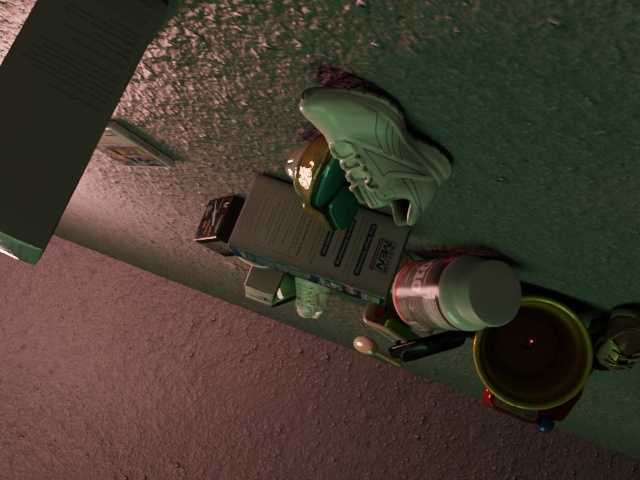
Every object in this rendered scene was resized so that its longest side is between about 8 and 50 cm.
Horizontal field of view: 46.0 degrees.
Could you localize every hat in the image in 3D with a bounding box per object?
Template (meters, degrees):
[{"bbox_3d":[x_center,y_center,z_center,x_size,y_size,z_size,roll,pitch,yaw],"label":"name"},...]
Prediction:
[{"bbox_3d":[-0.128,0.112,2.523,0.209,0.183,0.173,-22,171,-1],"label":"hat"}]

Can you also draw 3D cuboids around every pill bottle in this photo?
[{"bbox_3d":[0.292,0.115,1.640,0.161,0.161,0.283,26,165,-21],"label":"pill bottle"}]

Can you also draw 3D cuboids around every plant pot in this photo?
[{"bbox_3d":[0.482,0.247,1.753,0.254,0.253,0.239,18,-178,11],"label":"plant pot"}]

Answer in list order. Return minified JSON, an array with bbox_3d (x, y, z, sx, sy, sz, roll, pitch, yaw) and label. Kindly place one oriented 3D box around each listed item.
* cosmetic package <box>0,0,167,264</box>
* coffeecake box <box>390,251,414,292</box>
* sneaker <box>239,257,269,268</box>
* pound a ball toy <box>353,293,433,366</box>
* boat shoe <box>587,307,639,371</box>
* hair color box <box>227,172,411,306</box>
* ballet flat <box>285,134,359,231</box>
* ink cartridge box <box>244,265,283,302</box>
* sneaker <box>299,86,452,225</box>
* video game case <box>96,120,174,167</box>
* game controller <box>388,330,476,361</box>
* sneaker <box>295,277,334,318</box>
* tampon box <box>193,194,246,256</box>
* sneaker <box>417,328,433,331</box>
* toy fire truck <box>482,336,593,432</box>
[{"bbox_3d":[-0.375,-0.173,1.044,0.156,0.384,0.217,26,166,-18],"label":"cosmetic package"},{"bbox_3d":[0.161,0.073,1.861,0.142,0.068,0.185,12,164,29],"label":"coffeecake box"},{"bbox_3d":[-0.115,0.018,1.926,0.296,0.123,0.178,6,166,23],"label":"sneaker"},{"bbox_3d":[0.209,0.265,2.228,0.136,0.208,0.319,18,168,39],"label":"pound a ball toy"},{"bbox_3d":[0.658,0.227,1.628,0.123,0.116,0.324,18,166,9],"label":"boat shoe"},{"bbox_3d":[0.000,0.000,1.598,0.347,0.173,0.105,19,167,9],"label":"hair color box"},{"bbox_3d":[-0.003,-0.110,1.337,0.123,0.123,0.348,18,166,11],"label":"ballet flat"},{"bbox_3d":[-0.151,0.089,2.185,0.093,0.160,0.219,21,167,1],"label":"ink cartridge box"},{"bbox_3d":[0.080,-0.123,1.111,0.297,0.129,0.111,32,164,-34],"label":"sneaker"},{"bbox_3d":[-0.463,-0.221,1.746,0.201,0.023,0.183,6,160,43],"label":"video game case"},{"bbox_3d":[0.333,0.268,2.075,0.319,0.067,0.166,-6,158,-46],"label":"game controller"},{"bbox_3d":[-0.020,0.151,2.248,0.114,0.152,0.305,18,165,19],"label":"sneaker"},{"bbox_3d":[-0.231,-0.034,1.909,0.101,0.120,0.161,28,164,-26],"label":"tampon box"},{"bbox_3d":[0.275,0.171,2.008,0.153,0.099,0.282,25,162,-20],"label":"sneaker"},{"bbox_3d":[0.568,0.361,1.977,0.302,0.253,0.169,28,165,-26],"label":"toy fire truck"}]
